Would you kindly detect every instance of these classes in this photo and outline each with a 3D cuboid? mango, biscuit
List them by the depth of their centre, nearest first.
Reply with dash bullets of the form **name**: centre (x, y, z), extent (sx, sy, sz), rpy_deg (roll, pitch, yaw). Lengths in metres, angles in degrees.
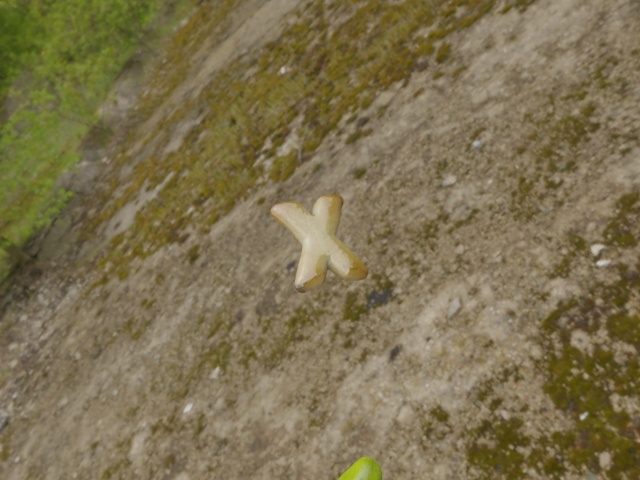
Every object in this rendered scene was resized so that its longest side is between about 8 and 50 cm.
- **biscuit**: centre (-0.001, 0.000, 1.354), extent (0.047, 0.164, 0.208), rpy_deg (112, 144, -59)
- **mango**: centre (0.086, 0.597, 1.560), extent (0.163, 0.089, 0.117), rpy_deg (-52, 8, -18)
